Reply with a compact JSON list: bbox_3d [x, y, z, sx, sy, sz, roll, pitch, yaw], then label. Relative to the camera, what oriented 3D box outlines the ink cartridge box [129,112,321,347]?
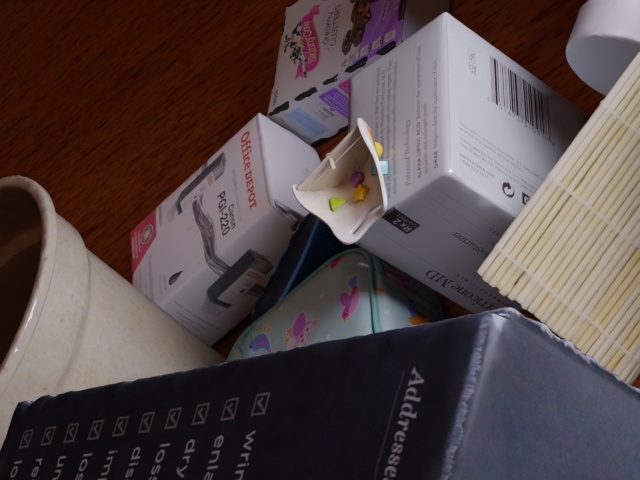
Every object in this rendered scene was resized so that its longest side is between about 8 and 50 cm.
[{"bbox_3d":[-0.097,-0.004,1.628,0.218,0.092,0.158,-39,36,23],"label":"ink cartridge box"}]

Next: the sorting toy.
[{"bbox_3d":[0.026,-0.037,1.205,0.083,0.045,0.075,-44,43,26],"label":"sorting toy"}]

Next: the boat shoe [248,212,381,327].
[{"bbox_3d":[0.000,0.000,1.483,0.258,0.109,0.089,-51,29,5],"label":"boat shoe"}]

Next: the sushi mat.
[{"bbox_3d":[0.265,-0.057,1.140,0.316,0.151,0.019,-54,6,5],"label":"sushi mat"}]

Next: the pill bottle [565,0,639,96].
[{"bbox_3d":[0.306,-0.257,1.233,0.169,0.169,0.301,4,66,54],"label":"pill bottle"}]

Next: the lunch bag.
[{"bbox_3d":[0.009,0.161,1.325,0.224,0.108,0.279,-37,37,28],"label":"lunch bag"}]

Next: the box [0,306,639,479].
[{"bbox_3d":[-0.023,0.333,0.874,0.472,0.297,0.479,-17,49,51],"label":"box"}]

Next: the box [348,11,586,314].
[{"bbox_3d":[0.125,-0.058,1.291,0.119,0.181,0.182,-33,40,37],"label":"box"}]

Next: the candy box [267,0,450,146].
[{"bbox_3d":[0.042,-0.213,1.641,0.196,0.070,0.164,-26,43,39],"label":"candy box"}]

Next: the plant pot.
[{"bbox_3d":[-0.242,0.158,1.478,0.334,0.305,0.333,-34,38,32],"label":"plant pot"}]
